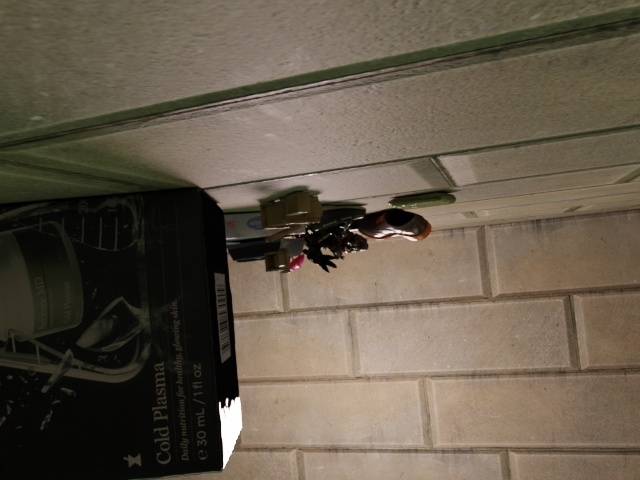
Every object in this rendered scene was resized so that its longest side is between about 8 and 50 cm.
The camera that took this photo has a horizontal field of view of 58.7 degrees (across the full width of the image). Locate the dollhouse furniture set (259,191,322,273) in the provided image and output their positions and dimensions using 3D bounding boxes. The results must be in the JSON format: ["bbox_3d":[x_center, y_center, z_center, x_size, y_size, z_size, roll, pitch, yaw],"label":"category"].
[{"bbox_3d":[-0.042,-0.012,1.220,0.101,0.161,0.182,-4,178,-30],"label":"dollhouse furniture set"}]

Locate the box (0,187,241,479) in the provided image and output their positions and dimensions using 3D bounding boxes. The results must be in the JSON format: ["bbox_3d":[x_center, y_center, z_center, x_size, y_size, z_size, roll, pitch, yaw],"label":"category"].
[{"bbox_3d":[-0.413,0.175,1.060,0.471,0.480,0.297,-6,176,-1],"label":"box"}]

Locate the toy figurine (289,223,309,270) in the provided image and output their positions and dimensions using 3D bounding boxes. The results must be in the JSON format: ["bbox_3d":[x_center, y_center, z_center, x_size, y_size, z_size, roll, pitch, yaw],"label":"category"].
[{"bbox_3d":[-0.119,0.027,1.965,0.173,0.159,0.130,-4,177,-14],"label":"toy figurine"}]

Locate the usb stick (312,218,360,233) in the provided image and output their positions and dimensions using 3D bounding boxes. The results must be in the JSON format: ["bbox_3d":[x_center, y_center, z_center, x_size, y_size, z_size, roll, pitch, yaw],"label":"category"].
[{"bbox_3d":[0.102,-0.049,1.978,0.277,0.045,0.077,-6,-173,31],"label":"usb stick"}]

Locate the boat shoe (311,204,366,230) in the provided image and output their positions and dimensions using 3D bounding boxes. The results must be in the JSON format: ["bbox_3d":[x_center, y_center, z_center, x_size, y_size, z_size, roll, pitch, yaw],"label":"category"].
[{"bbox_3d":[0.046,-0.057,1.489,0.075,0.065,0.206,-8,176,43],"label":"boat shoe"}]

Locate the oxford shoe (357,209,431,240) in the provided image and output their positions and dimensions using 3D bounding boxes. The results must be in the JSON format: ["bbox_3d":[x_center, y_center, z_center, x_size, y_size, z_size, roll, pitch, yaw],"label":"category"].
[{"bbox_3d":[0.214,-0.063,1.788,0.271,0.097,0.098,1,149,42],"label":"oxford shoe"}]

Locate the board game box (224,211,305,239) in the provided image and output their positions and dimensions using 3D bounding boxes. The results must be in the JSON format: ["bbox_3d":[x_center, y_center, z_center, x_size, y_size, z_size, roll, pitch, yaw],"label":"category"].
[{"bbox_3d":[-0.248,-0.025,1.547,0.318,0.066,0.318,-5,178,-26],"label":"board game box"}]

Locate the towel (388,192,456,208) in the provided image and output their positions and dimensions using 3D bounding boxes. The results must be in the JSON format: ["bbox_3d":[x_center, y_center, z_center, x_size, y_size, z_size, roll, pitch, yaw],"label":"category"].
[{"bbox_3d":[0.255,-0.099,1.426,0.148,0.027,0.110,-6,177,31],"label":"towel"}]

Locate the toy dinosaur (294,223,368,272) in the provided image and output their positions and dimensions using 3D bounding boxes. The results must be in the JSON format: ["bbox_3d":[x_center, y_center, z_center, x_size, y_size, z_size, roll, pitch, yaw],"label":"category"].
[{"bbox_3d":[0.000,0.000,1.859,0.321,0.165,0.218,-9,-167,-5],"label":"toy dinosaur"}]

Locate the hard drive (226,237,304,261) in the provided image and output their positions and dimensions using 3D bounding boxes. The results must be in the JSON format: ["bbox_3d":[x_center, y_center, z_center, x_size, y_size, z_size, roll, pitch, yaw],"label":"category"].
[{"bbox_3d":[-0.142,0.025,1.563,0.171,0.054,0.254,-7,178,11],"label":"hard drive"}]
